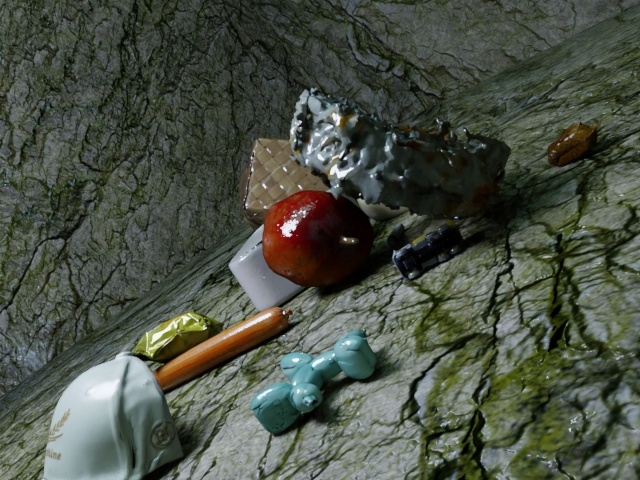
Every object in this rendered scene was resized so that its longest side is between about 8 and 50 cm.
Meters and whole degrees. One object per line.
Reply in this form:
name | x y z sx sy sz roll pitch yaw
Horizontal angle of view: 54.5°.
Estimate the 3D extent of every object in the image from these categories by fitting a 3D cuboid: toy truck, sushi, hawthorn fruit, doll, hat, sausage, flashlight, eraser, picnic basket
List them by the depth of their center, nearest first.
doll | 0.002 0.170 0.801 0.159 0.059 0.159 -26 10 38
hat | -0.368 0.311 0.919 0.301 0.168 0.258 -39 12 -35
toy truck | 0.180 0.013 1.031 0.123 0.052 0.063 -30 6 6
sushi | 0.446 -0.173 1.098 0.118 0.061 0.060 -22 26 49
sushi | 0.124 -0.137 1.103 0.417 0.418 0.175 -132 59 -80
sausage | -0.198 0.211 1.203 0.348 0.053 0.053 -29 11 17
hawthorn fruit | 0.000 0.000 1.229 0.215 0.215 0.250 -36 27 -22
flashlight | 0.158 -0.013 1.303 0.018 0.018 0.083 -27 11 28
eraser | -0.035 0.003 1.451 0.331 0.149 0.331 -34 9 6
picnic basket | -0.053 -0.119 1.760 0.337 0.337 0.292 -18 60 53

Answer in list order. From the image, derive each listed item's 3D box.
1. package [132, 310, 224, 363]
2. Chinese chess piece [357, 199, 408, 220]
package | -0.292 0.207 1.308 0.168 0.090 0.226 -25 -11 -6
Chinese chess piece | 0.216 -0.155 1.572 0.273 0.102 0.273 -31 12 7
